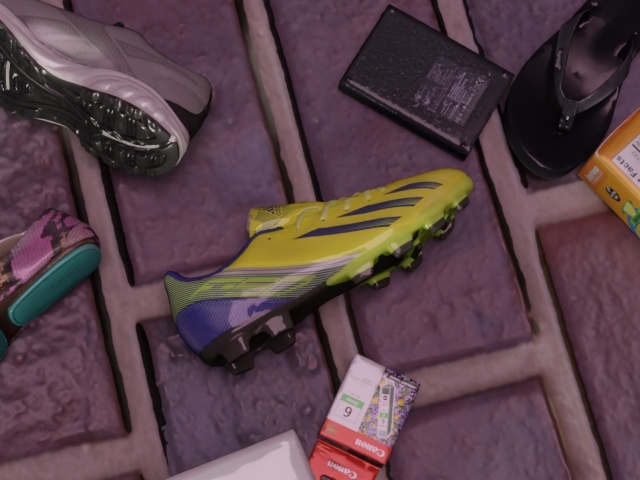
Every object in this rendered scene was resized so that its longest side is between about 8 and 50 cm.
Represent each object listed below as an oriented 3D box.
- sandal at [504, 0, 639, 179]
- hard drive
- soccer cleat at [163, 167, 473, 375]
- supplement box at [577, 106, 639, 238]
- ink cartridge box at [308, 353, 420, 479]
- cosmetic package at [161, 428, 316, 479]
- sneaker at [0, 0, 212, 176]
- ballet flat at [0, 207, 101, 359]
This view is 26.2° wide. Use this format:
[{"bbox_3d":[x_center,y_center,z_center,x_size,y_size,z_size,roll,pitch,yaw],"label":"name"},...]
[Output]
[{"bbox_3d":[0.250,-0.172,1.262,0.097,0.054,0.254,31,74,5],"label":"sandal"},{"bbox_3d":[0.097,-0.146,1.260,0.135,0.022,0.094,31,74,4],"label":"hard drive"},{"bbox_3d":[0.000,0.000,1.176,0.289,0.093,0.121,-31,72,-13],"label":"soccer cleat"},{"bbox_3d":[0.337,-0.009,1.212,0.080,0.078,0.233,-39,80,-11],"label":"supplement box"},{"bbox_3d":[0.033,0.161,1.163,0.063,0.029,0.115,25,73,2],"label":"ink cartridge box"},{"bbox_3d":[-0.155,0.303,1.043,0.366,0.155,0.197,-19,77,-10],"label":"cosmetic package"},{"bbox_3d":[-0.219,-0.157,1.212,0.272,0.100,0.108,30,50,8],"label":"sneaker"},{"bbox_3d":[-0.282,0.057,1.153,0.079,0.077,0.221,34,69,24],"label":"ballet flat"}]
